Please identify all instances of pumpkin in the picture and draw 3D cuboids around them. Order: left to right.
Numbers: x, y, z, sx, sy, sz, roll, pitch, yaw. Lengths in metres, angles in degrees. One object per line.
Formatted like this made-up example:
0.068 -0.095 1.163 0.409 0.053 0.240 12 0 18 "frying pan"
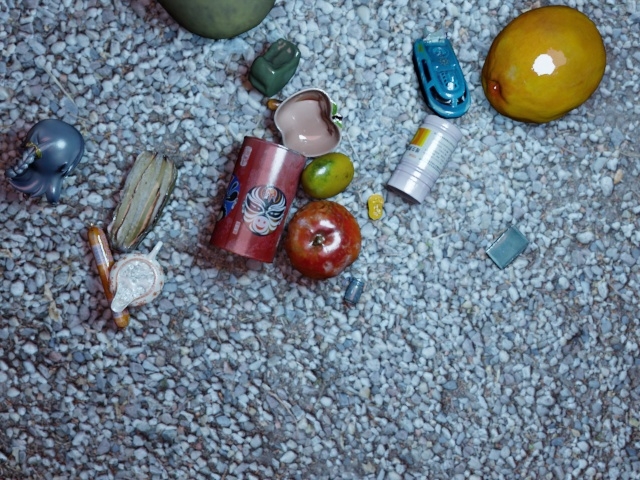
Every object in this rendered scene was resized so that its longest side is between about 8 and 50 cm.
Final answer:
0.171 -0.108 1.806 0.050 0.028 0.083 2 100 -4 "pumpkin"

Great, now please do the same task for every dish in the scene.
-0.031 -0.361 1.739 0.213 0.090 0.213 0 116 -1 "dish"

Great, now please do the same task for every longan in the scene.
-0.306 -0.766 1.612 0.404 0.404 0.336 34 50 -2 "longan"

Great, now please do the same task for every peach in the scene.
0.627 -0.500 1.660 0.301 0.343 0.343 -15 92 -4 "peach"

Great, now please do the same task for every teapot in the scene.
-0.550 0.108 1.742 0.159 0.116 0.245 23 77 -2 "teapot"
0.103 0.155 1.806 0.049 0.063 0.083 25 87 -34 "teapot"

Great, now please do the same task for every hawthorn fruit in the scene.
0.000 0.000 1.683 0.242 0.271 0.242 1 96 7 "hawthorn fruit"

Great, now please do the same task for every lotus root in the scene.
-0.535 -0.109 1.762 0.167 0.078 0.329 28 92 21 "lotus root"

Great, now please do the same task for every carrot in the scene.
-0.073 -0.400 1.786 0.190 0.037 0.037 17 91 -3 "carrot"

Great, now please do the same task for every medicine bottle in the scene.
0.318 -0.246 1.757 0.133 0.133 0.250 30 91 -2 "medicine bottle"

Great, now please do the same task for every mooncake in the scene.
-0.138 -0.519 1.719 0.104 0.175 0.168 42 116 -2 "mooncake"

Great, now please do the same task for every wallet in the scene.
0.593 0.021 1.825 0.129 0.026 0.088 -45 96 -1 "wallet"

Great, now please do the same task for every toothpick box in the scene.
-0.184 -0.119 1.707 0.204 0.204 0.333 19 90 -2 "toothpick box"

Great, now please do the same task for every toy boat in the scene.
0.365 -0.506 1.715 0.134 0.092 0.299 -10 65 -5 "toy boat"

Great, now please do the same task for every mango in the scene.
0.016 -0.191 1.711 0.120 0.221 0.151 48 122 10 "mango"

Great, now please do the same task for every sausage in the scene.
-0.650 0.112 1.770 0.053 0.053 0.348 -17 92 -2 "sausage"

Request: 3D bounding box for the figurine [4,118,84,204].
-0.815 -0.233 1.705 0.175 0.197 0.265 23 86 -27 "figurine"
